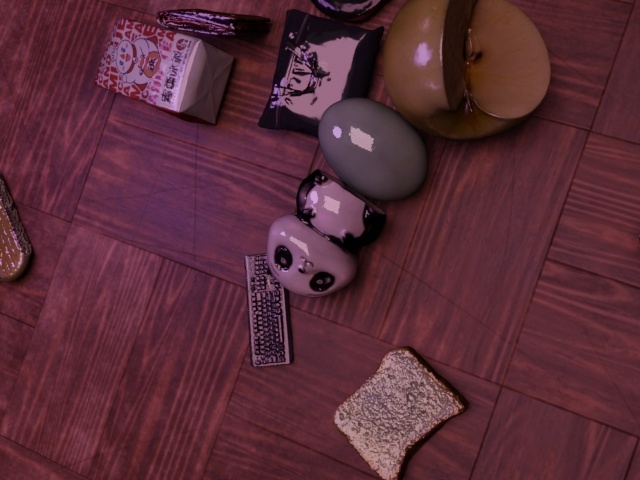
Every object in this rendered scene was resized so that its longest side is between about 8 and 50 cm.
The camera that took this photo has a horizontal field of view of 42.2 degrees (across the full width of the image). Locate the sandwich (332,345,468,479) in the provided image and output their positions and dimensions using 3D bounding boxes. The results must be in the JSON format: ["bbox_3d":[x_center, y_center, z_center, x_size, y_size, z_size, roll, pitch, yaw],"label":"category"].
[{"bbox_3d":[0.147,0.323,1.555,0.215,0.065,0.186,-47,73,7],"label":"sandwich"}]

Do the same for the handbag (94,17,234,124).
[{"bbox_3d":[-0.352,-0.362,1.753,0.298,0.151,0.171,19,95,23],"label":"handbag"}]

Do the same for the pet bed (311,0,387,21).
[{"bbox_3d":[0.062,-0.539,1.691,0.201,0.053,0.201,-2,83,19],"label":"pet bed"}]

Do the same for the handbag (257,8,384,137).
[{"bbox_3d":[-0.001,-0.325,1.666,0.211,0.088,0.254,14,94,10],"label":"handbag"}]

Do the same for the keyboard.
[{"bbox_3d":[-0.109,0.139,1.680,0.093,0.025,0.230,-7,81,14],"label":"keyboard"}]

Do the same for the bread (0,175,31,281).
[{"bbox_3d":[-0.781,-0.020,1.896,0.207,0.056,0.286,-25,77,10],"label":"bread"}]

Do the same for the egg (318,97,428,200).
[{"bbox_3d":[0.099,-0.173,1.567,0.231,0.168,0.168,38,96,-4],"label":"egg"}]

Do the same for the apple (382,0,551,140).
[{"bbox_3d":[0.244,-0.321,1.503,0.233,0.295,0.258,-26,60,52],"label":"apple"}]

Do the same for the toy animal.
[{"bbox_3d":[0.002,-0.003,1.586,0.187,0.165,0.235,34,92,1],"label":"toy animal"}]

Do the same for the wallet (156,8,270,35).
[{"bbox_3d":[-0.220,-0.452,1.716,0.195,0.161,0.042,12,108,20],"label":"wallet"}]
